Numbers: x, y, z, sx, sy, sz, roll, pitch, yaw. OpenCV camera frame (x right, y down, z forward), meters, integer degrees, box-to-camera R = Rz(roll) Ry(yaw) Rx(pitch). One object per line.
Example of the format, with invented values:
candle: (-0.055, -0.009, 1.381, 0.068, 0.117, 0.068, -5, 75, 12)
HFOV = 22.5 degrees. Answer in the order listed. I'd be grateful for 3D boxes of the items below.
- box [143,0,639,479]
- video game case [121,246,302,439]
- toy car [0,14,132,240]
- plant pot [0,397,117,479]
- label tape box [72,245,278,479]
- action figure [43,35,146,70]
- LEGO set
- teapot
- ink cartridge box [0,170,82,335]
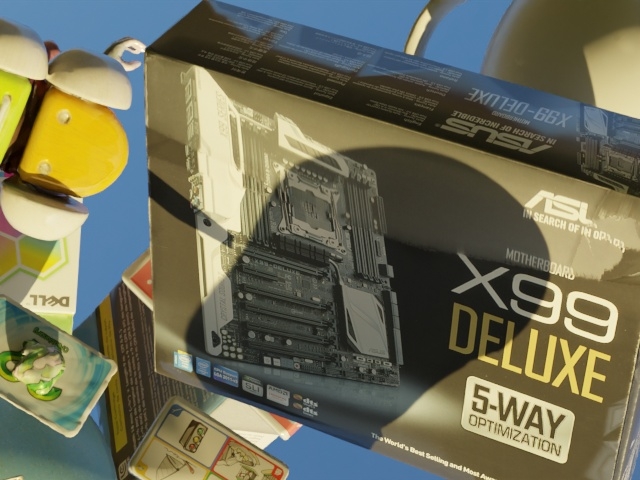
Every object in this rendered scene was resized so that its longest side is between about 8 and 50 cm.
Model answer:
box: (0.049, 0.015, 0.932, 0.307, 0.242, 0.076, 19, -139, 19)
video game case: (0.000, 0.000, 1.368, 0.285, 0.025, 0.204, -45, -108, -9)
toy car: (-0.252, -0.099, 1.317, 0.136, 0.182, 0.159, 39, -72, 59)
plant pot: (-0.334, 0.206, 1.280, 0.290, 0.195, 0.290, -10, -119, 18)
label tape box: (-0.144, 0.131, 1.712, 0.333, 0.106, 0.241, -44, -134, 42)
action figure: (-0.349, -0.113, 1.623, 0.370, 0.275, 0.248, 131, -23, -61)
LEGO set: (-0.165, 0.135, 0.840, 0.182, 0.244, 0.060, -60, -176, -27)
teapot: (0.184, -0.062, 1.080, 0.187, 0.252, 0.256, -41, -163, 12)
ink cartridge box: (-0.276, 0.015, 1.468, 0.109, 0.062, 0.209, 4, -91, -9)
